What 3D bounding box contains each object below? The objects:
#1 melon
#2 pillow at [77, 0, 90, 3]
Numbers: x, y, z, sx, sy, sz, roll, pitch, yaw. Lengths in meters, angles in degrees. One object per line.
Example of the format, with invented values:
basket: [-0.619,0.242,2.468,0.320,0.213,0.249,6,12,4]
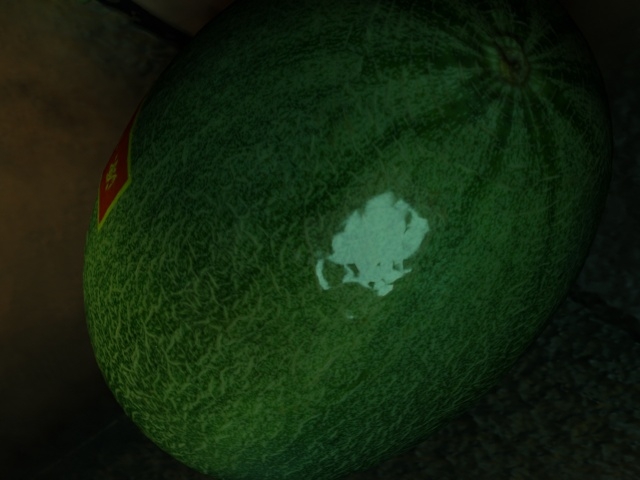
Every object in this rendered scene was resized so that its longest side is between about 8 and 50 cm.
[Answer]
melon: [0.000,0.000,0.729,0.182,0.182,0.287,24,138,-16]
pillow: [-0.086,-0.183,0.598,0.113,0.038,0.203,21,117,-19]
